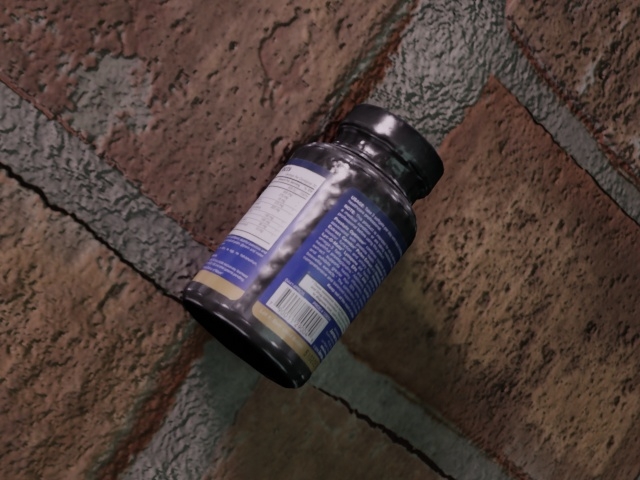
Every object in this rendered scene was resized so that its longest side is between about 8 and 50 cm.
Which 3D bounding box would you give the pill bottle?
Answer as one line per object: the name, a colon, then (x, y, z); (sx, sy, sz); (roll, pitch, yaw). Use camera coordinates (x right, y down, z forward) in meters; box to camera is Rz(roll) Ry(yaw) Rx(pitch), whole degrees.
pill bottle: (0.000, 0.000, 0.985); (0.219, 0.123, 0.123); (-51, 122, -14)
